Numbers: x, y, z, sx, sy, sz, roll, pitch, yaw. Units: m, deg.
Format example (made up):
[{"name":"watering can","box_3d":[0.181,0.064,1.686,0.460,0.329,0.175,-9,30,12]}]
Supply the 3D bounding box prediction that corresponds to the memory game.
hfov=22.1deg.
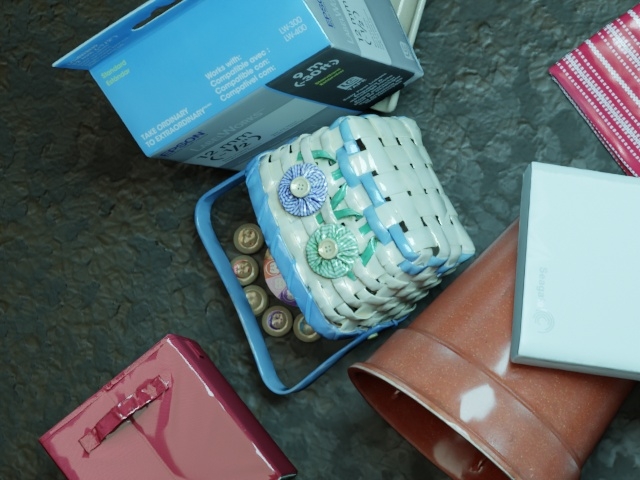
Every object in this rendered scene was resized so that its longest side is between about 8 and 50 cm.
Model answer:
[{"name":"memory game","box_3d":[-0.018,0.027,1.893,0.186,0.012,0.186,-2,78,9]}]

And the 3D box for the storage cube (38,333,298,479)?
[{"name":"storage cube","box_3d":[-0.158,0.234,1.773,0.184,0.215,0.193,-39,81,-1]}]

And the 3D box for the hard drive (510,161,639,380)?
[{"name":"hard drive","box_3d":[0.348,0.042,1.616,0.308,0.040,0.203,8,70,-6]}]

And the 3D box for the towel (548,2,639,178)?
[{"name":"towel","box_3d":[0.426,-0.201,1.857,0.275,0.031,0.199,-35,73,1]}]

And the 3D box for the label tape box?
[{"name":"label tape box","box_3d":[-0.078,-0.182,1.745,0.249,0.348,0.115,-29,77,24]}]

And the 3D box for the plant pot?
[{"name":"plant pot","box_3d":[0.217,0.122,1.716,0.272,0.272,0.265,38,78,15]}]

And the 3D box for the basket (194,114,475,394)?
[{"name":"basket","box_3d":[0.000,0.000,1.800,0.289,0.201,0.254,-38,71,35]}]

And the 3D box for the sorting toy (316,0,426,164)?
[{"name":"sorting toy","box_3d":[0.030,-0.256,1.913,0.196,0.047,0.347,20,99,24]}]
